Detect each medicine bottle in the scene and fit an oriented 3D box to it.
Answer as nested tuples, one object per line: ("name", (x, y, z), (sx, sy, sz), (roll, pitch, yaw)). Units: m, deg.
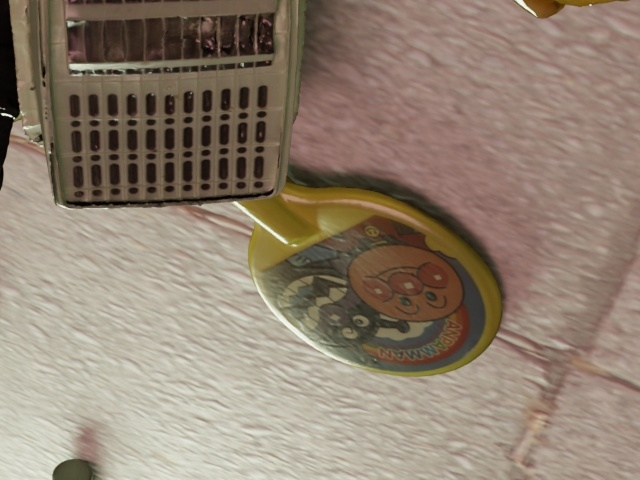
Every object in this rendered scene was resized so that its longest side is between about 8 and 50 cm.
("medicine bottle", (-0.272, 0.284, 2.031), (0.047, 0.047, 0.083), (17, 138, 12))

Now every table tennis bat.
("table tennis bat", (0.000, 0.000, 1.582), (0.369, 0.054, 0.224), (41, 137, -22))

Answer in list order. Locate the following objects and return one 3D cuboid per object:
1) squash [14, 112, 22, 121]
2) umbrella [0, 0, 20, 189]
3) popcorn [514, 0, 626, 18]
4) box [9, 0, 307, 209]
("squash", (-0.291, -0.155, 1.532), (0.252, 0.169, 0.093), (-16, 80, 40))
("umbrella", (-0.269, -0.189, 1.419), (0.106, 0.113, 0.357), (23, 124, 15))
("popcorn", (0.142, -0.239, 1.137), (0.250, 0.190, 0.250), (29, -179, 0))
("box", (-0.116, -0.164, 1.345), (0.221, 0.166, 0.290), (-4, 138, -9))
